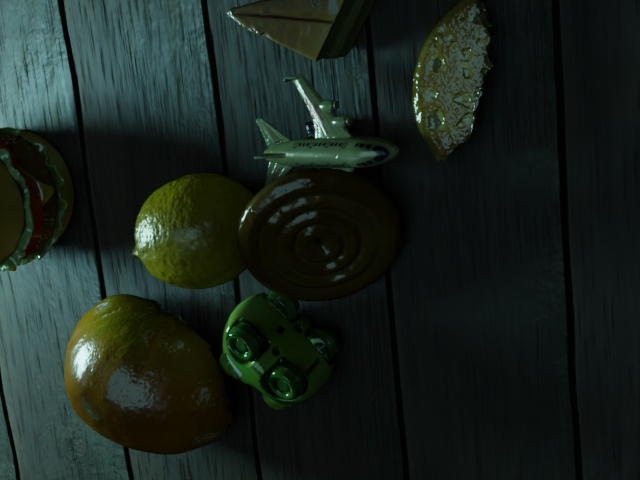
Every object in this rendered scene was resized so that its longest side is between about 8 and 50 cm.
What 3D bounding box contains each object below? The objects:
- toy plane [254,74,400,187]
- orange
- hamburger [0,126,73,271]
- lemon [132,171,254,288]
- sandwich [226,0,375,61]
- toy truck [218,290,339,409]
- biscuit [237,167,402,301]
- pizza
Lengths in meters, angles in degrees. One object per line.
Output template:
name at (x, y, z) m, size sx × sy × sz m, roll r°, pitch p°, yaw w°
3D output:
toy plane at (0.011, -0.136, 1.646) m, size 0.256 × 0.104 × 0.242 m, roll 0°, pitch 101°, yaw 26°
orange at (-0.319, 0.237, 1.882) m, size 0.274 × 0.274 × 0.310 m, roll -61°, pitch 37°, yaw 25°
hamburger at (-0.599, -0.069, 1.893) m, size 0.274 × 0.212 × 0.275 m, roll 7°, pitch 106°, yaw 24°
lemon at (-0.194, -0.014, 1.731) m, size 0.256 × 0.188 × 0.188 m, roll -13°, pitch 98°, yaw 21°
sandwich at (-0.025, -0.365, 1.597) m, size 0.187 × 0.117 × 0.144 m, roll 29°, pitch 112°, yaw 18°
toy truck at (-0.076, 0.199, 1.763) m, size 0.187 × 0.148 × 0.211 m, roll 34°, pitch 138°, yaw 13°
biscuit at (0.000, 0.001, 1.642) m, size 0.261 × 0.037 × 0.262 m, roll -3°, pitch 129°, yaw -4°
pizza at (0.196, -0.236, 1.556) m, size 0.127 × 0.058 × 0.247 m, roll 6°, pitch 104°, yaw 26°
